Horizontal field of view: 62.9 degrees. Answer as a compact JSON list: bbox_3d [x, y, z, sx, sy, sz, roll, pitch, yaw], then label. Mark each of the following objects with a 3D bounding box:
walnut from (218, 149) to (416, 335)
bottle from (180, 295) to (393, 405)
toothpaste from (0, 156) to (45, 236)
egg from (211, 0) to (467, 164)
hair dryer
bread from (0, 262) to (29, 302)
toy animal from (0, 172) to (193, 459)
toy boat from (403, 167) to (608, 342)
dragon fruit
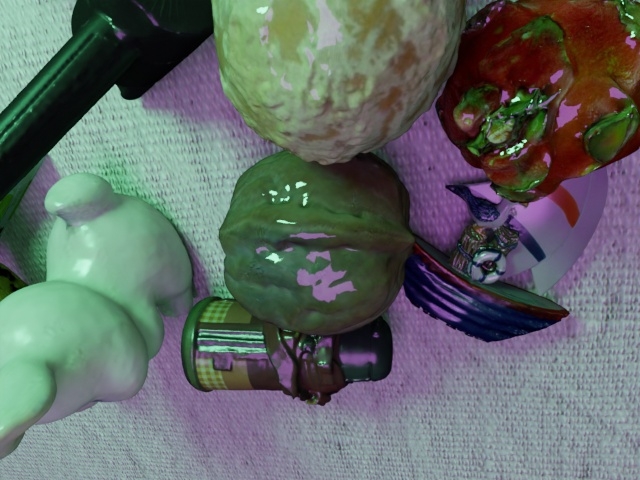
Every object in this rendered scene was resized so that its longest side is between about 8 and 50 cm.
[{"bbox_3d":[0.000,0.000,0.582,0.224,0.224,0.224,6,118,11],"label":"walnut"},{"bbox_3d":[-0.040,0.149,0.701,0.271,0.143,0.156,0,117,12],"label":"bottle"},{"bbox_3d":[-0.517,-0.029,0.765,0.081,0.067,0.336,41,119,-10],"label":"toothpaste"},{"bbox_3d":[0.014,-0.181,0.421,0.203,0.203,0.245,23,128,1],"label":"egg"},{"bbox_3d":[-0.232,-0.147,0.493,0.116,0.302,0.244,43,155,-23],"label":"hair dryer"},{"bbox_3d":[-0.465,0.067,0.706,0.077,0.138,0.361,-37,132,-9],"label":"bread"},{"bbox_3d":[-0.310,0.089,0.617,0.196,0.367,0.241,-1,128,17],"label":"toy animal"},{"bbox_3d":[0.245,-0.003,0.609,0.318,0.072,0.219,-37,101,17],"label":"toy boat"},{"bbox_3d":[0.235,-0.141,0.448,0.269,0.200,0.198,-9,119,16],"label":"dragon fruit"}]
